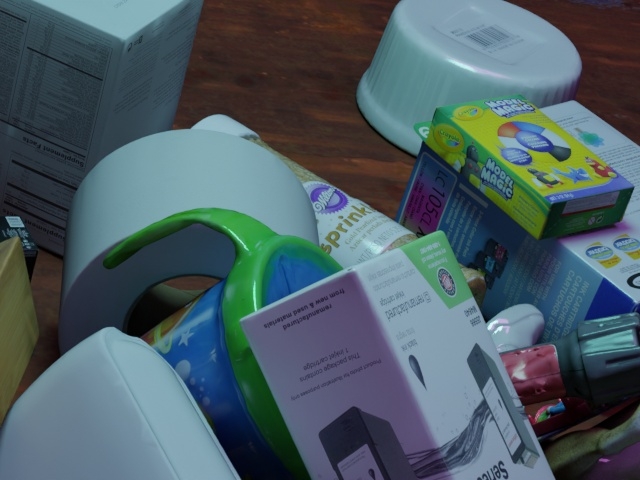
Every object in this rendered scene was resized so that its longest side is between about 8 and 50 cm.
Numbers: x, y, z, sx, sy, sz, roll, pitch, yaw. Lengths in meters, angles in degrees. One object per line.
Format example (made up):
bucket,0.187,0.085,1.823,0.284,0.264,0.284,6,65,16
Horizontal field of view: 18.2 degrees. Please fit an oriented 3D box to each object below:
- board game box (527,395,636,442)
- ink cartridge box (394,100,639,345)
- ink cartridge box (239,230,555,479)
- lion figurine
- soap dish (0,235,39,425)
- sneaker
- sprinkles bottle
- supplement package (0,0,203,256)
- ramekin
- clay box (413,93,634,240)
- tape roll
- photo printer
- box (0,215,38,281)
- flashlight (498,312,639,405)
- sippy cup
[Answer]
board game box,0.243,0.158,1.922,0.033,0.168,0.133,64,17,4
ink cartridge box,0.310,0.023,2.182,0.270,0.151,0.395,-16,42,-41
ink cartridge box,0.074,0.148,1.553,0.273,0.114,0.198,65,25,2
lion figurine,0.312,0.197,1.885,0.392,0.142,0.240,-8,-5,-26
soap dish,-0.366,0.127,1.569,0.290,0.118,0.229,-24,23,18
sneaker,0.177,0.142,2.005,0.094,0.080,0.212,36,45,20
sprinkles bottle,0.000,0.000,2.090,0.355,0.121,0.121,32,33,23
supplement package,-0.269,-0.161,2.072,0.198,0.263,0.199,24,31,12
ramekin,0.194,-0.204,2.510,0.277,0.135,0.277,13,31,-8
clay box,0.212,-0.089,2.123,0.127,0.053,0.222,-12,42,-38
tape roll,-0.117,0.041,1.840,0.246,0.246,0.169,11,32,-11
photo printer,-0.171,0.230,1.501,0.107,0.256,0.307,28,18,-41
box,-0.311,0.026,1.921,0.052,0.083,0.062,0,34,-29
flashlight,0.151,0.135,1.831,0.304,0.103,0.103,-13,47,11
sippy cup,-0.074,0.144,1.674,0.240,0.224,0.306,31,39,-49
